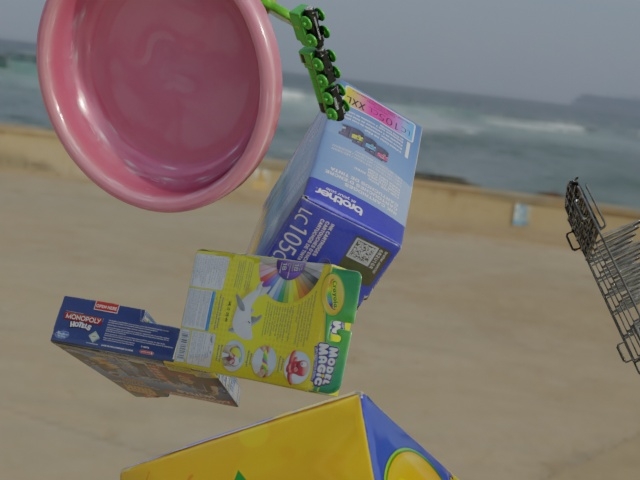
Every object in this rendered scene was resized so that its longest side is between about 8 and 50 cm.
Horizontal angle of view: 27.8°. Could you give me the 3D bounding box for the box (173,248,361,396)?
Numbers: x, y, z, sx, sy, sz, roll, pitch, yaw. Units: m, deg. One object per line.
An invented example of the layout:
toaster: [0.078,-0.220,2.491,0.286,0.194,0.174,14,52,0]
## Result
box: [-0.037,0.066,1.064,0.179,0.105,0.043,6,-7,42]

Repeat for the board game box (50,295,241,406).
board game box: [-0.190,0.139,1.522,0.194,0.060,0.194,9,-21,13]

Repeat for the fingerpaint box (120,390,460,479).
fingerpaint box: [0.071,0.348,0.780,0.163,0.371,0.445,-20,-34,16]

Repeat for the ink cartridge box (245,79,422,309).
ink cartridge box: [0.000,0.000,1.732,0.151,0.270,0.395,27,33,-9]

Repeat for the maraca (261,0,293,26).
maraca: [-0.098,-0.309,1.582,0.186,0.099,0.127,30,8,-9]

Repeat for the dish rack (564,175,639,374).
dish rack: [0.361,0.051,1.499,0.074,0.271,0.208,-24,-14,1]

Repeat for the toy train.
toy train: [-0.001,-0.113,0.829,0.017,0.083,0.024,-37,39,-28]

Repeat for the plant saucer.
plant saucer: [-0.182,-0.201,1.532,0.332,0.332,0.084,10,20,26]
